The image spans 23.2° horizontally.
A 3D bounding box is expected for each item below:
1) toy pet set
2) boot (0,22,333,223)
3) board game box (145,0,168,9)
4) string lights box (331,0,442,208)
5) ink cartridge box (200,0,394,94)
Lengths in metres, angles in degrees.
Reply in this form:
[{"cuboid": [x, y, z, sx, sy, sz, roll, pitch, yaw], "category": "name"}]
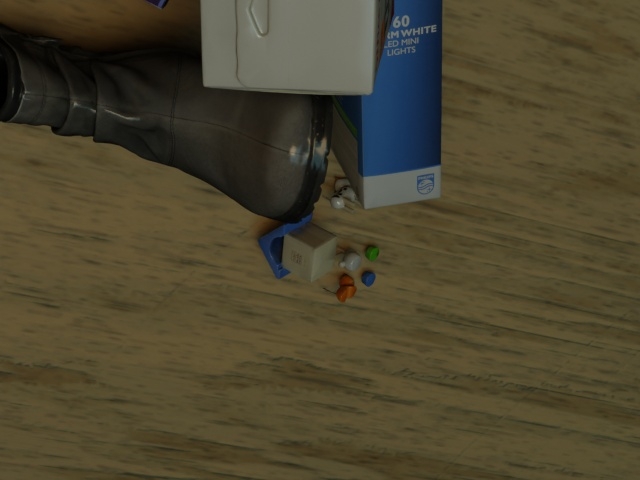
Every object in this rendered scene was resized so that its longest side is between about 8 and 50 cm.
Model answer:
[{"cuboid": [0.000, 0.000, 1.497, 0.114, 0.065, 0.122, -30, 138, -43], "category": "toy pet set"}, {"cuboid": [-0.144, -0.097, 1.212, 0.223, 0.338, 0.118, 8, 96, -27], "category": "boot"}, {"cuboid": [-0.168, -0.284, 1.225, 0.170, 0.048, 0.141, 26, 109, -6], "category": "board game box"}, {"cuboid": [0.051, -0.174, 1.348, 0.077, 0.133, 0.259, -9, 123, -11], "category": "string lights box"}, {"cuboid": [-0.013, -0.197, 1.150, 0.127, 0.176, 0.128, 4, 118, 7], "category": "ink cartridge box"}]
